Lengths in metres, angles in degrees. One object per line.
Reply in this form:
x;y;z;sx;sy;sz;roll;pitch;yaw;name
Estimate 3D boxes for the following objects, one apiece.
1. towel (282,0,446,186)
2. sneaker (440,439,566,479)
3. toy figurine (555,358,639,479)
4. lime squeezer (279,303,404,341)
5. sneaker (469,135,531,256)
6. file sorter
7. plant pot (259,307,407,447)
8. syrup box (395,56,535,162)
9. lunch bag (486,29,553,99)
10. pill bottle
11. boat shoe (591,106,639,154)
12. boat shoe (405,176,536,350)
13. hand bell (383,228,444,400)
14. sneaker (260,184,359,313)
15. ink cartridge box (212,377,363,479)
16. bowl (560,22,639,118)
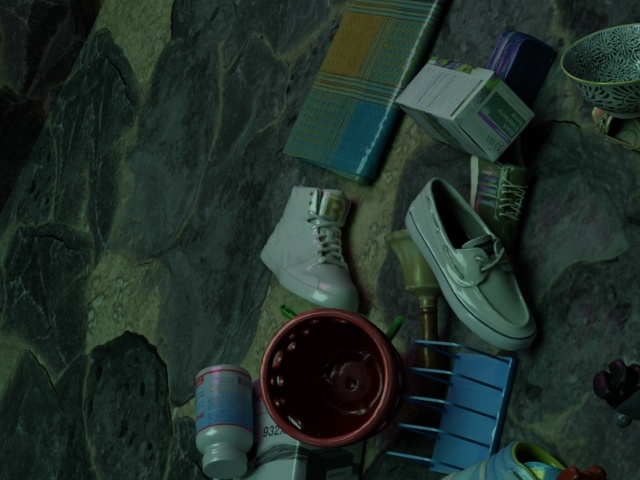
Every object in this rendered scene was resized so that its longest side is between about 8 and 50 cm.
0.081;-0.286;2.507;0.271;0.040;0.370;27;93;57;towel
0.240;0.385;1.801;0.208;0.127;0.319;-45;40;36;sneaker
0.391;0.248;1.647;0.213;0.148;0.209;1;68;59;toy figurine
0.050;0.154;2.256;0.310;0.059;0.110;2;101;56;lime squeezer
0.258;-0.072;2.088;0.086;0.064;0.192;-44;37;42;sneaker
0.174;0.226;2.010;0.118;0.104;0.170;-1;71;56;file sorter
0.028;0.194;2.077;0.191;0.174;0.191;-2;84;15;plant pot
0.206;-0.193;2.151;0.096;0.093;0.237;-49;21;-3;syrup box
0.284;-0.252;2.153;0.065;0.067;0.098;38;105;57;lunch bag
-0.145;0.273;2.231;0.087;0.087;0.160;-39;41;39;pill bottle
0.397;-0.149;1.941;0.056;0.048;0.153;-58;34;16;boat shoe
0.212;0.027;2.008;0.267;0.096;0.088;60;147;30;boat shoe
0.157;0.111;2.132;0.126;0.126;0.242;-15;73;53;hand bell
0.000;0.000;2.398;0.292;0.108;0.169;39;109;58;sneaker
-0.055;0.365;2.249;0.223;0.129;0.307;-18;57;51;ink cartridge box
0.400;-0.209;1.915;0.170;0.080;0.170;-12;29;7;bowl
